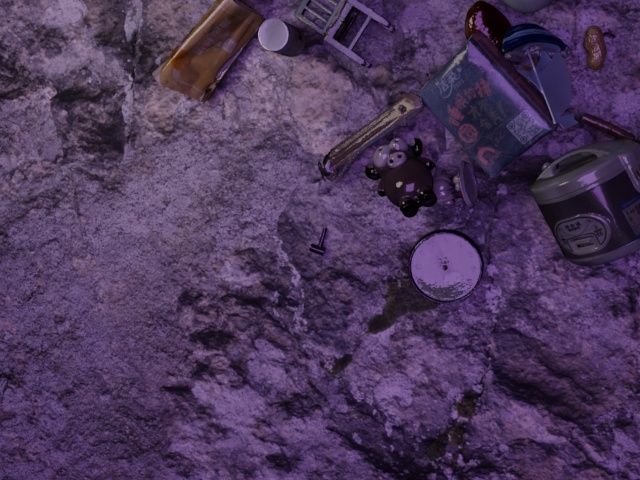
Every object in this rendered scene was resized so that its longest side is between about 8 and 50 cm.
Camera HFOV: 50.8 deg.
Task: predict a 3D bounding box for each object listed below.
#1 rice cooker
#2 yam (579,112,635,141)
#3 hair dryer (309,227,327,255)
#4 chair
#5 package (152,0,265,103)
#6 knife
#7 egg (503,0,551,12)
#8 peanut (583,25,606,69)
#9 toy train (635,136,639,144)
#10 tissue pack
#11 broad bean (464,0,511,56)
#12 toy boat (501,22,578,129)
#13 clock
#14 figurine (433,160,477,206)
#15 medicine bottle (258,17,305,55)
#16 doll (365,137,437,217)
[{"bbox_3d":[0.692,-0.103,1.678,0.288,0.288,0.277,-27,98,17],"label":"rice cooker"},{"bbox_3d":[0.751,-0.294,1.763,0.145,0.032,0.032,27,105,8],"label":"yam"},{"bbox_3d":[0.000,0.000,2.003,0.047,0.026,0.083,20,101,9],"label":"hair dryer"},{"bbox_3d":[0.053,-0.597,1.818,0.270,0.147,0.136,37,107,3],"label":"chair"},{"bbox_3d":[-0.302,-0.545,1.906,0.165,0.221,0.311,40,108,-18],"label":"package"},{"bbox_3d":[0.140,-0.286,1.880,0.365,0.043,0.089,-35,85,27],"label":"knife"},{"bbox_3d":[0.491,-0.746,1.640,0.229,0.230,0.371,-10,102,15],"label":"egg"},{"bbox_3d":[0.705,-0.494,1.729,0.053,0.054,0.113,-10,98,15],"label":"peanut"},{"bbox_3d":[0.981,-0.253,1.640,0.396,0.160,0.253,-25,101,8],"label":"toy train"},{"bbox_3d":[0.433,-0.349,1.758,0.316,0.103,0.228,48,130,1],"label":"tissue pack"},{"bbox_3d":[0.440,-0.543,1.766,0.114,0.084,0.165,-37,94,25],"label":"broad bean"},{"bbox_3d":[0.574,-0.413,1.690,0.220,0.067,0.291,-9,69,-25],"label":"toy boat"},{"bbox_3d":[0.356,0.076,1.921,0.214,0.042,0.215,3,101,14],"label":"clock"},{"bbox_3d":[0.339,-0.145,1.854,0.153,0.132,0.133,-10,98,28],"label":"figurine"},{"bbox_3d":[-0.103,-0.553,1.843,0.086,0.183,0.086,2,101,12],"label":"medicine bottle"},{"bbox_3d":[0.221,-0.177,1.825,0.181,0.117,0.257,-27,53,10],"label":"doll"}]
